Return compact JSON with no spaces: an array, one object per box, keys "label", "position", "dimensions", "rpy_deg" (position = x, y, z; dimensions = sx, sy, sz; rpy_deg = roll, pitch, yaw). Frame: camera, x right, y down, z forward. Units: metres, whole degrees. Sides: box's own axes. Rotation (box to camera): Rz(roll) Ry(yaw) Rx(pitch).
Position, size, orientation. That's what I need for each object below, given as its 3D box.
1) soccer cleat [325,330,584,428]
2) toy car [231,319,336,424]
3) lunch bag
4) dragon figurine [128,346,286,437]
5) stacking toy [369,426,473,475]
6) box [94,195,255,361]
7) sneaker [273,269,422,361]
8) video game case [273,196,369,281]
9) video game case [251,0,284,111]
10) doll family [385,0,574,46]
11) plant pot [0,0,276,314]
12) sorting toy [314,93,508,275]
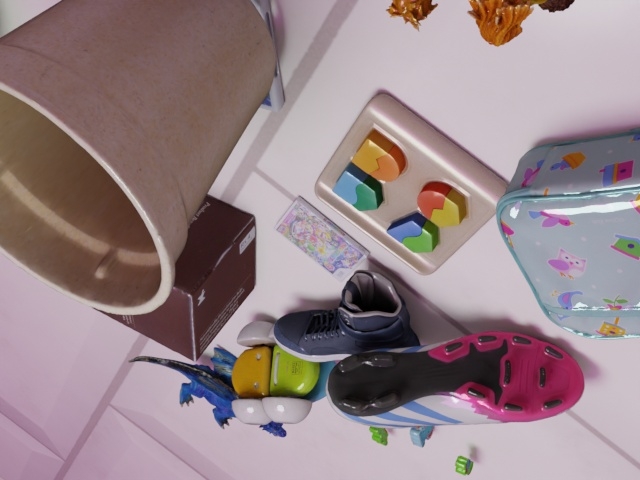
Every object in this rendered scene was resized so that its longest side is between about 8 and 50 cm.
[{"label":"soccer cleat","position":[0.173,0.188,1.302],"dimensions":[0.331,0.116,0.143],"rpy_deg":[-2,161,9]},{"label":"toy car","position":[-0.049,0.207,1.533],"dimensions":[0.136,0.159,0.182],"rpy_deg":[18,159,-38]},{"label":"lunch bag","position":[0.334,0.004,0.992],"dimensions":[0.279,0.108,0.224],"rpy_deg":[-2,129,41]},{"label":"dragon figurine","position":[-0.178,0.246,1.708],"dimensions":[0.289,0.085,0.144],"rpy_deg":[37,143,-8]},{"label":"stacking toy","position":[0.147,0.261,1.491],"dimensions":[0.167,0.052,0.221],"rpy_deg":[16,142,29]},{"label":"box","position":[-0.222,0.032,1.438],"dimensions":[0.203,0.168,0.167],"rpy_deg":[25,142,16]},{"label":"sneaker","position":[0.022,0.103,1.369],"dimensions":[0.226,0.086,0.163],"rpy_deg":[5,145,23]},{"label":"video game case","position":[0.000,0.000,1.350],"dimensions":[0.122,0.011,0.087],"rpy_deg":[38,144,-3]},{"label":"video game case","position":[-0.142,-0.252,1.179],"dimensions":[0.201,0.023,0.183],"rpy_deg":[17,140,23]},{"label":"doll family","position":[0.119,-0.259,0.868],"dimensions":[0.263,0.118,0.163],"rpy_deg":[26,140,18]},{"label":"plant pot","position":[-0.216,-0.142,1.073],"dimensions":[0.333,0.305,0.334],"rpy_deg":[23,145,18]},{"label":"sorting toy","position":[0.098,-0.055,1.183],"dimensions":[0.193,0.038,0.208],"rpy_deg":[37,144,0]}]
